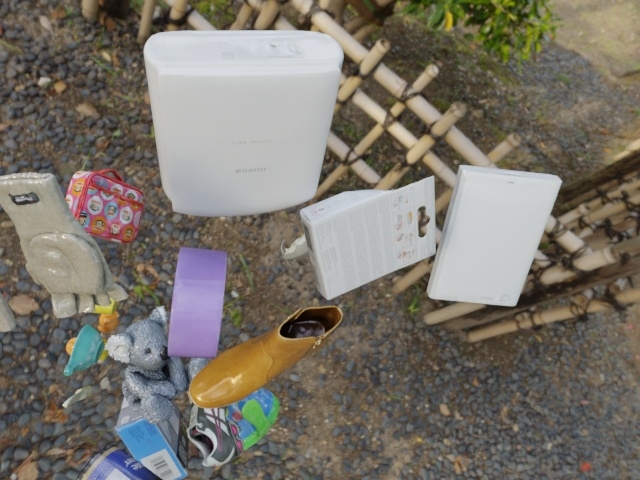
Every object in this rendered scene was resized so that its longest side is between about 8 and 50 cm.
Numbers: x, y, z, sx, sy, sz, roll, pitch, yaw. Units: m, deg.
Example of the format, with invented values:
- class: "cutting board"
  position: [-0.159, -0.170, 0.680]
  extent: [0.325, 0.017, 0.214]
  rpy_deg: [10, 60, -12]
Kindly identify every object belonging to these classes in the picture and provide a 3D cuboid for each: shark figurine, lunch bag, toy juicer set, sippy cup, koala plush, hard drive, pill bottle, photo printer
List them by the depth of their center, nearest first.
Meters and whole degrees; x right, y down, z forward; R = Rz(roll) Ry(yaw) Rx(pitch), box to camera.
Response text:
- class: "photo printer"
  position: [-0.114, -0.153, 0.762]
  extent: [0.256, 0.307, 0.107]
  rpy_deg: [-6, 55, -16]
- class: "hard drive"
  position: [0.360, -0.002, 1.085]
  extent: [0.203, 0.307, 0.040]
  rpy_deg: [6, 29, -3]
- class: "pill bottle"
  position: [-0.424, 0.566, 1.136]
  extent: [0.219, 0.122, 0.122]
  rpy_deg: [27, 49, 16]
- class: "koala plush"
  position: [-0.413, 0.286, 1.231]
  extent: [0.196, 0.204, 0.221]
  rpy_deg: [-38, 123, -44]
- class: "shark figurine"
  position: [-0.020, 0.021, 1.367]
  extent: [0.116, 0.278, 0.166]
  rpy_deg: [44, 32, -11]
- class: "toy juicer set"
  position: [-0.663, 0.316, 1.436]
  extent: [0.090, 0.209, 0.328]
  rpy_deg: [15, 60, -8]
- class: "sippy cup"
  position: [-0.283, 0.495, 1.585]
  extent: [0.224, 0.306, 0.240]
  rpy_deg: [58, 25, -19]
- class: "lunch bag"
  position: [-0.793, -0.136, 1.885]
  extent: [0.293, 0.120, 0.257]
  rpy_deg: [28, 72, -64]

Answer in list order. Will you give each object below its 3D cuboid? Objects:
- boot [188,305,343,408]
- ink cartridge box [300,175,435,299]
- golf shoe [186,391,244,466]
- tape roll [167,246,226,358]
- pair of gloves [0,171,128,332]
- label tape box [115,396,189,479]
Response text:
- class: "boot"
  position: [-0.107, 0.210, 0.967]
  extent: [0.295, 0.211, 0.104]
  rpy_deg: [-23, 72, -26]
- class: "ink cartridge box"
  position: [0.091, -0.012, 0.910]
  extent: [0.233, 0.188, 0.066]
  rpy_deg: [-25, 42, -15]
- class: "golf shoe"
  position: [-0.309, 0.473, 1.379]
  extent: [0.120, 0.105, 0.272]
  rpy_deg: [-1, 51, -55]
- class: "tape roll"
  position: [-0.212, 0.108, 0.882]
  extent: [0.080, 0.189, 0.188]
  rpy_deg: [5, 63, -12]
- class: "pair of gloves"
  position: [-0.374, 0.018, 0.610]
  extent: [0.042, 0.241, 0.204]
  rpy_deg: [-83, 161, -56]
- class: "label tape box"
  position: [-0.498, 0.538, 1.559]
  extent: [0.106, 0.333, 0.240]
  rpy_deg: [-23, 111, -5]
